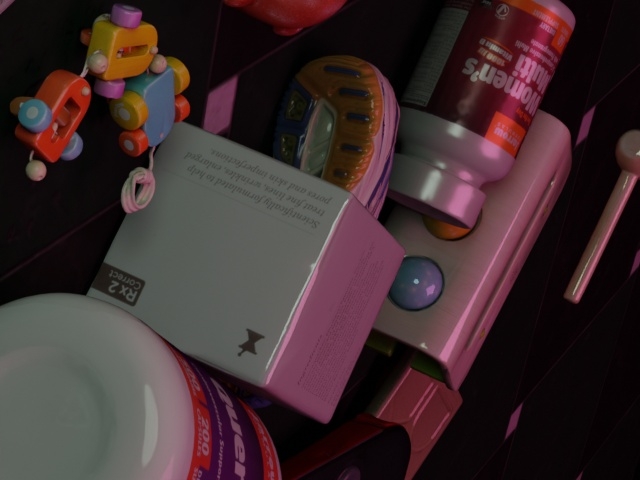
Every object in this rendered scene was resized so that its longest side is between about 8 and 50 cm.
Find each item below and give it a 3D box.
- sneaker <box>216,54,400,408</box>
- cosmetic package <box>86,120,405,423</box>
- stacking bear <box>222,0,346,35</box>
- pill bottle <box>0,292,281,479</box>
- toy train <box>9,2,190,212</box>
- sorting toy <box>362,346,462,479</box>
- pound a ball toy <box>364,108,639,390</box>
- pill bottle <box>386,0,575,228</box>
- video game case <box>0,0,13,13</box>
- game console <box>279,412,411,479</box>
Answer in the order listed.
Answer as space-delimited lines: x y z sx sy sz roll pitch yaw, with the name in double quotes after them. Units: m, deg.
0.000 0.000 1.574 0.296 0.112 0.131 -68 161 4 "sneaker"
-0.050 0.027 1.411 0.151 0.151 0.183 -65 162 -7 "cosmetic package"
0.014 -0.275 1.253 0.289 0.164 0.175 -64 161 4 "stacking bear"
-0.133 0.157 1.293 0.181 0.181 0.323 -64 161 -9 "pill bottle"
-0.142 -0.084 1.211 0.125 0.046 0.166 -63 157 -6 "toy train"
0.045 0.255 2.098 0.307 0.041 0.229 -55 155 -15 "sorting toy"
0.178 -0.014 1.880 0.319 0.208 0.136 -61 160 -16 "pound a ball toy"
0.139 -0.130 1.778 0.221 0.121 0.121 -66 161 -4 "pill bottle"
-0.209 -0.146 1.000 0.157 0.019 0.143 -51 155 -35 "video game case"
-0.046 0.376 1.908 0.342 0.060 0.387 -28 137 -53 "game console"
